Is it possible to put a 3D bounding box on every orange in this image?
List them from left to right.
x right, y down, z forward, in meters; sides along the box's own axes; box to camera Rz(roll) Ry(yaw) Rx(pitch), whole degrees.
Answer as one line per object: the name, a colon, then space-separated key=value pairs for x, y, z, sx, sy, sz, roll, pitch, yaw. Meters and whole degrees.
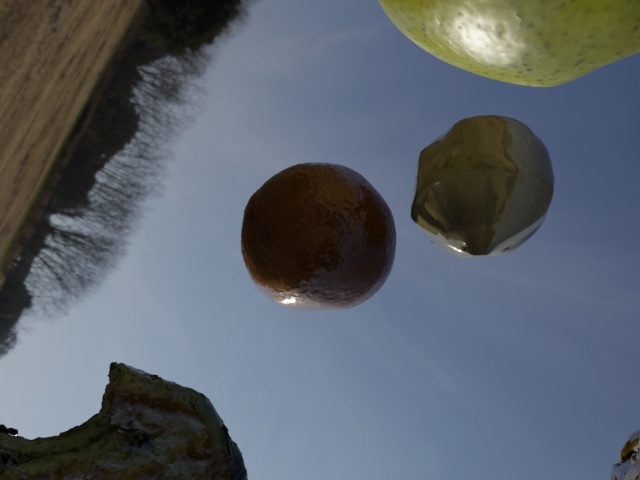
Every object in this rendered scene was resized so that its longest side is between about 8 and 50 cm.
orange: x=0.000 y=0.000 z=0.880 sx=0.264 sy=0.264 sz=0.264 roll=-44 pitch=-150 yaw=34

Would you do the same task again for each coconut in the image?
coconut: x=0.229 y=-0.065 z=0.785 sx=0.224 sy=0.224 sz=0.224 roll=-44 pitch=-150 yaw=34

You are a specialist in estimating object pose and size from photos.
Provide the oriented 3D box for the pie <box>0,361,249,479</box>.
pie: x=-0.195 y=0.253 z=0.467 sx=0.303 sy=0.302 sz=0.067 roll=-62 pitch=-156 yaw=-1

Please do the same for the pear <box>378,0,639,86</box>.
pear: x=0.167 y=-0.253 z=0.384 sx=0.294 sy=0.294 sz=0.294 roll=-44 pitch=-150 yaw=34

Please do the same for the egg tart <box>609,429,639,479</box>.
egg tart: x=0.189 y=0.244 z=0.238 sx=0.153 sy=0.339 sz=0.352 roll=11 pitch=-76 yaw=25
